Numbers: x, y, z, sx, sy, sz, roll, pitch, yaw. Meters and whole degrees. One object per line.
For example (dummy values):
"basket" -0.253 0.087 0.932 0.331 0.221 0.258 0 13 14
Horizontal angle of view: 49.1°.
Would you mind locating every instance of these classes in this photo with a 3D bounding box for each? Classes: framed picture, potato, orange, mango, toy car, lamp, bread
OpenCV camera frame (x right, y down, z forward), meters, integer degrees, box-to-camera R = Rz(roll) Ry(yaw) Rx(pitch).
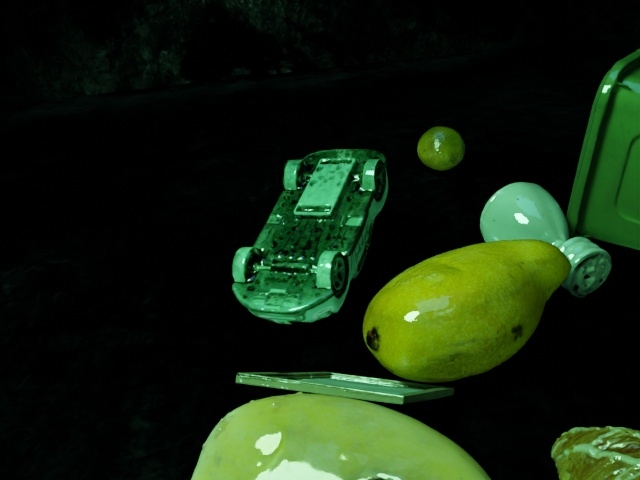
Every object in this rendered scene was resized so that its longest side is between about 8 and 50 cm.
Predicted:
"framed picture" 0.032 0.127 0.614 0.136 0.010 0.201 4 -8 22
"potato" 0.019 0.182 0.461 0.233 0.150 0.146 18 -7 35
"orange" 0.229 -0.173 1.314 0.095 0.085 0.085 -12 21 -38
"mango" 0.156 0.070 0.734 0.262 0.109 0.157 -17 15 -34
"toy car" 0.000 0.000 0.918 0.136 0.125 0.306 2 46 23
"lamp" 0.282 -0.004 0.887 0.106 0.106 0.193 -15 32 -18
"bread" 0.234 0.187 0.475 0.104 0.076 0.233 -12 22 -17

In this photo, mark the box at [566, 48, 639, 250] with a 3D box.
"box" 0.482 -0.130 0.947 0.177 0.253 0.328 21 35 32
